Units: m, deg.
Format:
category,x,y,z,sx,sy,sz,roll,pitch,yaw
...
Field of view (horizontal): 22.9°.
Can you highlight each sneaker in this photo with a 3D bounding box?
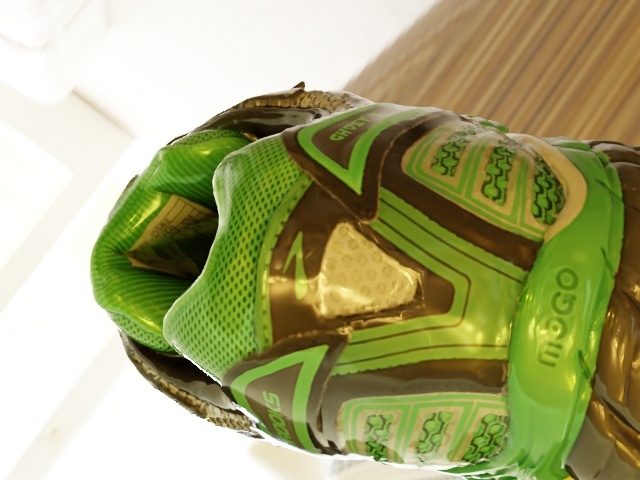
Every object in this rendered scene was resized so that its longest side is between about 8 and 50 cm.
category,x,y,z,sx,sy,sz,roll,pitch,yaw
sneaker,0.000,0.000,0.519,0.146,0.134,0.343,17,175,-11
